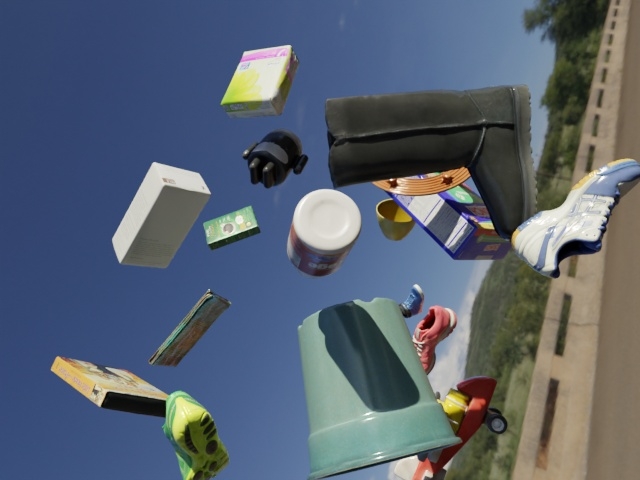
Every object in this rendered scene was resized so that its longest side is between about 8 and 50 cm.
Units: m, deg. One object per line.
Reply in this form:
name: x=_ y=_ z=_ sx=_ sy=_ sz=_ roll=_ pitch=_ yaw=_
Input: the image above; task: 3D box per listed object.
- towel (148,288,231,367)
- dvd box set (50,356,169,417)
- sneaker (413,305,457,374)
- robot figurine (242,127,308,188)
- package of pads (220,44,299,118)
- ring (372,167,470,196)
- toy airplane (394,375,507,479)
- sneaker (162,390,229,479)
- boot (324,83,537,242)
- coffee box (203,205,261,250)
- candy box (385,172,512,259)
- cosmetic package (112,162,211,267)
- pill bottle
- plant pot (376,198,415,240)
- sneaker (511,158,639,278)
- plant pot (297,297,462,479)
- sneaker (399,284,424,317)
towel: x=-0.535 y=0.379 z=2.180 sx=0.370 sy=0.040 sz=0.271 roll=-50 pitch=-15 yaw=-7
dvd box set: x=-0.735 y=0.525 z=1.864 sx=0.307 sy=0.420 sz=0.062 roll=30 pitch=-105 yaw=-44
sneaker: x=0.378 y=0.375 z=1.937 sx=0.136 sy=0.115 sz=0.314 roll=31 pitch=-92 yaw=-41
robot figurine: x=-0.180 y=-0.323 z=2.056 sx=0.209 sy=0.173 sz=0.278 roll=43 pitch=-133 yaw=-15
package of pads: x=-0.217 y=-0.594 z=1.957 sx=0.101 sy=0.229 sz=0.297 roll=56 pitch=-137 yaw=-52
ring: x=0.268 y=-0.250 z=1.412 sx=0.337 sy=0.336 sz=0.032 roll=-60 pitch=-28 yaw=-30
toy airplane: x=0.361 y=0.596 z=1.640 sx=0.384 sy=0.272 sz=0.386 roll=-33 pitch=-19 yaw=-41
sneaker: x=-0.271 y=0.430 z=1.126 sx=0.109 sy=0.123 sz=0.296 roll=-20 pitch=-47 yaw=-28
boot: x=0.239 y=-0.161 z=1.178 sx=0.146 sy=0.444 sz=0.368 roll=163 pitch=103 yaw=-88
coffee box: x=-0.309 y=-0.044 z=1.807 sx=0.040 sy=0.184 sz=0.113 roll=73 pitch=174 yaw=-49
candy box: x=0.385 y=-0.084 z=1.505 sx=0.268 sy=0.317 sz=0.122 roll=3 pitch=-51 yaw=-45
cosmetic package: x=-0.349 y=-0.048 z=1.130 sx=0.117 sy=0.086 sz=0.231 roll=10 pitch=-55 yaw=-46
pill bottle: x=0.000 y=0.000 z=0.984 sx=0.216 sy=0.121 sz=0.121 roll=111 pitch=-176 yaw=-69
plant pot: x=0.237 y=-0.056 z=1.634 sx=0.134 sy=0.134 sz=0.095 roll=-48 pitch=-30 yaw=-46
sneaker: x=0.546 y=-0.037 z=1.059 sx=0.296 sy=0.131 sz=0.112 roll=-41 pitch=-40 yaw=10
plant pot: x=0.103 y=0.329 z=1.179 sx=0.341 sy=0.340 sz=0.335 roll=53 pitch=-158 yaw=-63
sneaker: x=0.332 y=0.231 z=1.917 sx=0.084 sy=0.058 sz=0.152 roll=-23 pitch=-41 yaw=-15
